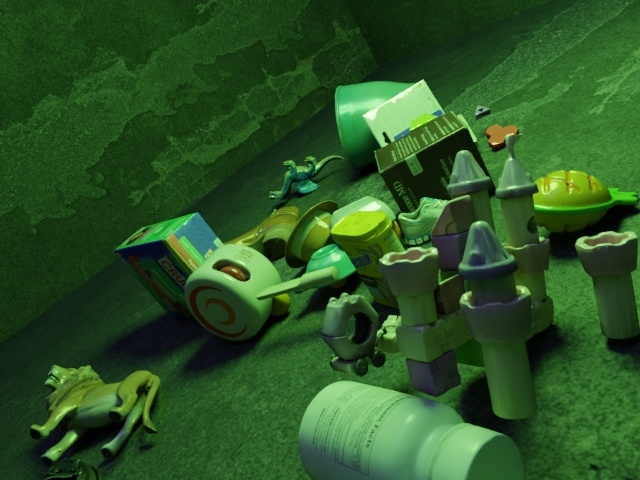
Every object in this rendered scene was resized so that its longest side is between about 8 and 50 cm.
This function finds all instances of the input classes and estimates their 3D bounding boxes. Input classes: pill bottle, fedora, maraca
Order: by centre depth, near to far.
[{"bbox_3d":[0.091,0.235,0.579,0.229,0.131,0.131,-4,34,52],"label":"pill bottle"},{"bbox_3d":[0.416,-0.066,0.863,0.185,0.099,0.127,-8,20,-9],"label":"maraca"},{"bbox_3d":[0.000,0.000,1.279,0.079,0.194,0.194,37,65,27],"label":"fedora"}]

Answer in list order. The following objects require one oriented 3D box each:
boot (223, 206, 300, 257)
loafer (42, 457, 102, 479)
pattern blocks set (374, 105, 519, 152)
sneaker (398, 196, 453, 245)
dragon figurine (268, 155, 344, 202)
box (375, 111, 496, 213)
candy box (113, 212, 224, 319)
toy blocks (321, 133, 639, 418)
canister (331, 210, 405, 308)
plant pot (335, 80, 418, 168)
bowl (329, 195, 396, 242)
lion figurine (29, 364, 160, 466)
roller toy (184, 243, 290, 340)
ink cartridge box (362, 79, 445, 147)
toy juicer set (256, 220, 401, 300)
[{"bbox_3d":[-0.195,-0.012,1.597,0.283,0.109,0.220,-22,24,20],"label":"boot"},{"bbox_3d":[-0.450,0.447,0.930,0.109,0.095,0.302,-40,21,-20],"label":"loafer"},{"bbox_3d":[0.314,-0.258,1.401,0.324,0.026,0.285,-31,42,-1],"label":"pattern blocks set"},{"bbox_3d":[0.250,-0.060,1.104,0.190,0.083,0.071,-24,20,17],"label":"sneaker"},{"bbox_3d":[-0.052,-0.222,1.911,0.289,0.144,0.085,-13,19,-2],"label":"dragon figurine"},{"bbox_3d":[0.252,-0.157,1.196,0.203,0.168,0.167,-28,21,13],"label":"box"},{"bbox_3d":[-0.355,0.079,1.393,0.317,0.268,0.122,-10,33,46],"label":"candy box"},{"bbox_3d":[0.175,0.018,0.661,0.288,0.260,0.309,-18,9,-34],"label":"toy blocks"},{"bbox_3d":[0.107,0.036,0.961,0.073,0.170,0.126,-41,21,-22],"label":"canister"},{"bbox_3d":[0.208,-0.381,1.689,0.255,0.272,0.272,-8,27,17],"label":"plant pot"},{"bbox_3d":[0.083,-0.050,1.155,0.142,0.053,0.142,-26,14,0],"label":"bowl"},{"bbox_3d":[-0.464,0.354,1.159,0.392,0.142,0.240,-9,20,19],"label":"lion figurine"},{"bbox_3d":[-0.187,0.111,1.184,0.209,0.191,0.146,-17,24,37],"label":"roller toy"},{"bbox_3d":[0.259,-0.325,1.538,0.208,0.206,0.045,-30,-7,1],"label":"ink cartridge box"},{"bbox_3d":[0.050,0.056,1.111,0.209,0.089,0.329,-10,19,48],"label":"toy juicer set"}]
